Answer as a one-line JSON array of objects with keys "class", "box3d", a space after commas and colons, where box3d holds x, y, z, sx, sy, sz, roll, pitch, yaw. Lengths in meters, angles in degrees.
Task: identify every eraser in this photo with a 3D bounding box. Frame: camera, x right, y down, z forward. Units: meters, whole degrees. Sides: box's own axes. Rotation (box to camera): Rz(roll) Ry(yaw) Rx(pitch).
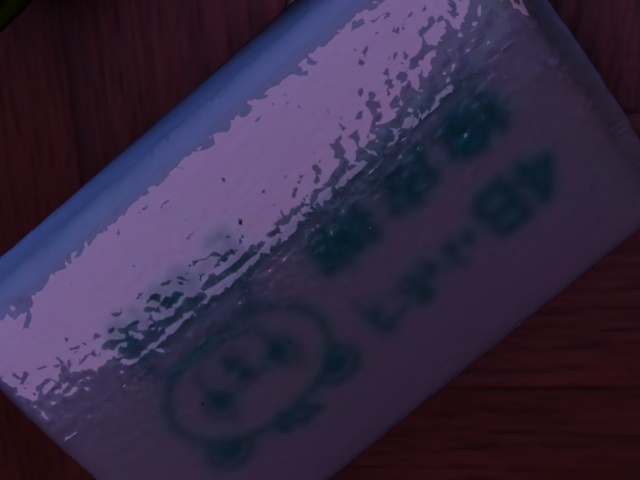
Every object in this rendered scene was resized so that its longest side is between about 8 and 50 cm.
[{"class": "eraser", "box3d": [0.000, 0.000, 0.558, 0.290, 0.104, 0.189, -41, 118, 7]}]

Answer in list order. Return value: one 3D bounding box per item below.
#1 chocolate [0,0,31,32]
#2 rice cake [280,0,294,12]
[{"class": "chocolate", "box3d": [-0.177, -0.278, 0.521, 0.301, 0.137, 0.289, 43, 108, -3]}, {"class": "rice cake", "box3d": [-0.010, -0.088, 0.597, 0.045, 0.042, 0.245, 15, 108, -8]}]
